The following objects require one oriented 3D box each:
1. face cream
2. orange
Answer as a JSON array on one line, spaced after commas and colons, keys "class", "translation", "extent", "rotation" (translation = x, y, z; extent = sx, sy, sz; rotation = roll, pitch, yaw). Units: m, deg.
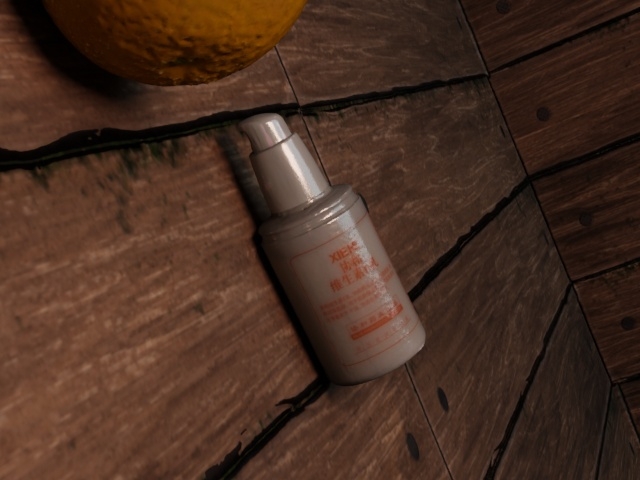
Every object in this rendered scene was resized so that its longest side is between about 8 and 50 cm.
[{"class": "face cream", "translation": [0.000, 0.000, 1.008], "extent": [0.251, 0.101, 0.101], "rotation": [64, 20, -13]}, {"class": "orange", "translation": [-0.103, -0.227, 0.797], "extent": [0.236, 0.236, 0.236], "rotation": [53, 25, -37]}]
